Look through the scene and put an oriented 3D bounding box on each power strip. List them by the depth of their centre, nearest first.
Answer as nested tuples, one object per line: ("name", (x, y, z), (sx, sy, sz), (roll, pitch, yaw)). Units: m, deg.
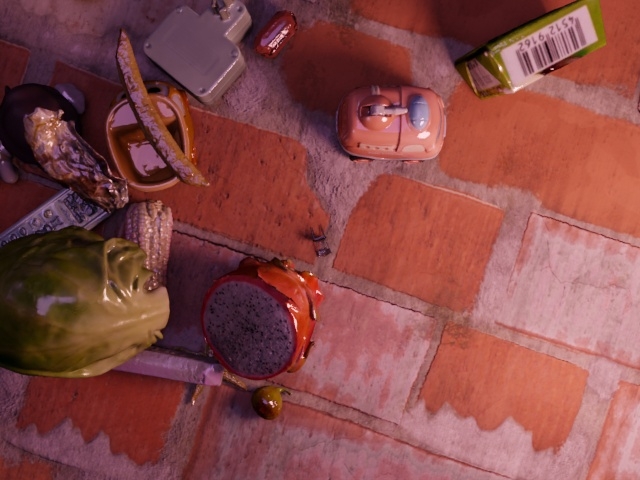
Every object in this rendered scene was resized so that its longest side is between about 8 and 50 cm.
("power strip", (-0.294, -0.514, 1.878), (0.229, 0.141, 0.261), (40, 86, 12))

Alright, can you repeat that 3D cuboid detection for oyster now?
("oyster", (-0.575, -0.167, 1.742), (0.271, 0.275, 0.100), (24, 51, -2))

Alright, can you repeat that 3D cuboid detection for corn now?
("corn", (-0.448, 0.061, 1.877), (0.126, 0.126, 0.335), (6, 91, -1))

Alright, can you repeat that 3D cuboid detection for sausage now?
("sausage", (-0.117, -0.540, 1.928), (0.076, 0.076, 0.141), (38, 89, 0))

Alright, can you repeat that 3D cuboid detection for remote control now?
("remote control", (-0.690, -0.031, 1.898), (0.335, 0.065, 0.128), (-36, 87, -2))

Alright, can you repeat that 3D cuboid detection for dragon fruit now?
("dragon fruit", (-0.125, 0.178, 1.835), (0.305, 0.226, 0.306), (8, 110, 22))

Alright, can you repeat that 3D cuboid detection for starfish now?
("starfish", (-0.285, 0.328, 1.912), (0.223, 0.050, 0.217), (21, 95, 4))

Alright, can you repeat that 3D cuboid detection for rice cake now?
("rice cake", (-0.439, 0.308, 1.872), (0.398, 0.064, 0.070), (8, 95, 6))

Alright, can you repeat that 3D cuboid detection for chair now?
("chair", (0.000, 0.001, 1.926), (0.037, 0.042, 0.086), (-19, 88, 2))

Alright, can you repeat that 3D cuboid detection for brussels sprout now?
("brussels sprout", (-0.601, 0.153, 1.683), (0.425, 0.361, 0.343), (-1, 110, 37))

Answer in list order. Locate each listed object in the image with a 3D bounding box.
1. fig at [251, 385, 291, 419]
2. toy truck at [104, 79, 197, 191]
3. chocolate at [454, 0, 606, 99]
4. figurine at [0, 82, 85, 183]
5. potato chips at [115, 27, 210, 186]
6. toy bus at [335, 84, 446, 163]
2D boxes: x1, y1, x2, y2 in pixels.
("fig", (-0.131, 0.408, 1.900), (0.084, 0.082, 0.098), (28, 52, 17))
("toy truck", (-0.421, -0.262, 1.843), (0.204, 0.211, 0.288), (-11, 92, -3))
("chocolate", (0.522, -0.474, 1.842), (0.300, 0.289, 0.137), (-26, 99, -2))
("figurine", (-0.766, -0.241, 1.874), (0.365, 0.206, 0.218), (-35, 65, 22))
("potato chips", (-0.389, -0.290, 1.709), (0.080, 0.057, 0.407), (-29, 97, -7))
("toy bus", (0.181, -0.305, 1.852), (0.287, 0.232, 0.194), (2, 85, 0))
